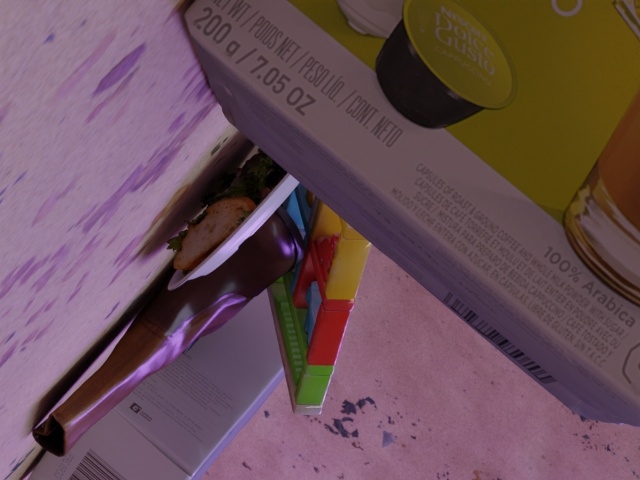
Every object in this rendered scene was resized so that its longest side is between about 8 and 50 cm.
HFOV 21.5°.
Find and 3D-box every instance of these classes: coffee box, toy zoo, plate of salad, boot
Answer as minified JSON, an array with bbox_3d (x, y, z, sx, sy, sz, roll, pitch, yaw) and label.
[{"bbox_3d":[0.160,-0.119,1.011,0.334,0.337,0.338,-50,176,-3],"label":"coffee box"},{"bbox_3d":[0.000,0.000,1.629,0.192,0.030,0.293,-104,-158,-46],"label":"toy zoo"},{"bbox_3d":[-0.069,-0.037,1.446,0.200,0.048,0.200,-46,-173,8],"label":"plate of salad"},{"bbox_3d":[-0.158,0.075,1.607,0.280,0.096,0.264,-40,-179,-27],"label":"boot"}]

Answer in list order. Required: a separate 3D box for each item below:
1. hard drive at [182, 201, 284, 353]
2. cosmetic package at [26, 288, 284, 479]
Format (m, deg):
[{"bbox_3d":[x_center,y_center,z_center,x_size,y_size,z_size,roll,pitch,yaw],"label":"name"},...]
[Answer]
[{"bbox_3d":[-0.082,0.007,1.875,0.172,0.054,0.254,-48,176,-43],"label":"hard drive"},{"bbox_3d":[-0.174,0.202,2.014,0.217,0.156,0.385,-54,175,33],"label":"cosmetic package"}]
